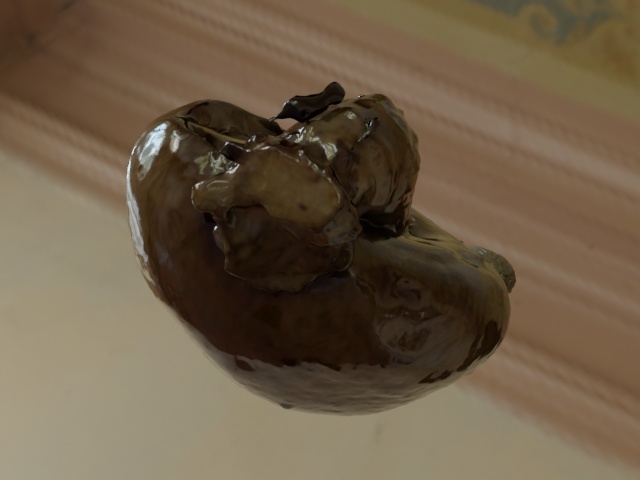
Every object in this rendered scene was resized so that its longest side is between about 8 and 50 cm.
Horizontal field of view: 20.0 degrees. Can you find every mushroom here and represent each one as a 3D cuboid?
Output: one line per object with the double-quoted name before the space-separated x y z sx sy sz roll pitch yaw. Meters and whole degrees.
"mushroom" -0.009 0.006 1.203 0.263 0.195 0.283 39 -12 24

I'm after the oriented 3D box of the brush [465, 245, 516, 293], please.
"brush" 0.051 -0.011 1.442 0.299 0.042 0.039 28 -44 49
